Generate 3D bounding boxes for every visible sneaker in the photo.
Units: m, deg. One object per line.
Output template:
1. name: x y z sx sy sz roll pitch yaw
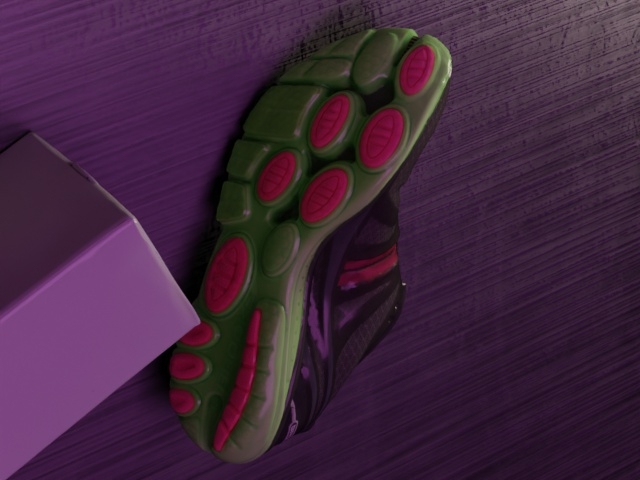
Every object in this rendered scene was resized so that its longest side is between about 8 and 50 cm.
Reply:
1. sneaker: 0.000 0.000 1.788 0.202 0.185 0.483 4 116 -58

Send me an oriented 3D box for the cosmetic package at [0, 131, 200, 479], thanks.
1. cosmetic package: -0.328 0.099 1.541 0.385 0.217 0.156 -36 130 -13
